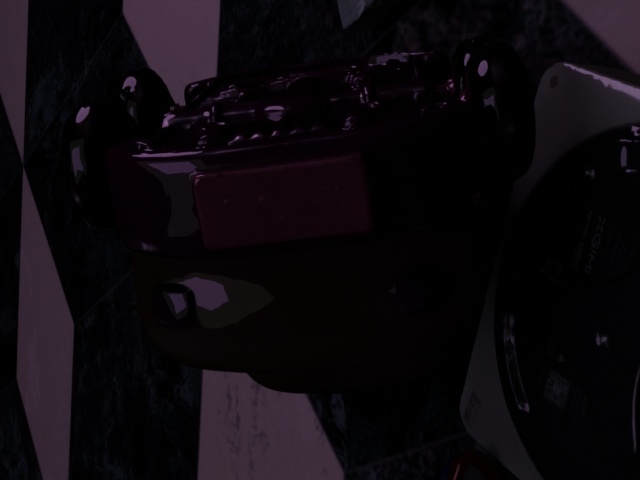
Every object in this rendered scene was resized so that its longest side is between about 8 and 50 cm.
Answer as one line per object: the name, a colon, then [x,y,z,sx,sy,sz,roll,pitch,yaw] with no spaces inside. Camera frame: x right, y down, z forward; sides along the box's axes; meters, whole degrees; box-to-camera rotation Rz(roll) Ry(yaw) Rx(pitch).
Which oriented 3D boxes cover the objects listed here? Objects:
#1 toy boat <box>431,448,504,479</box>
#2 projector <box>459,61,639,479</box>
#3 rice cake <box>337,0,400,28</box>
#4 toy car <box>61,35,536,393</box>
toy boat: [0.157,0.263,0.610,0.318,0.072,0.219,32,132,50]
projector: [0.186,0.053,0.573,0.259,0.079,0.257,38,122,54]
rice cake: [0.038,-0.302,0.849,0.127,0.043,0.237,-35,61,51]
toy car: [0.000,0.000,0.670,0.340,0.271,0.240,-72,-25,-73]
